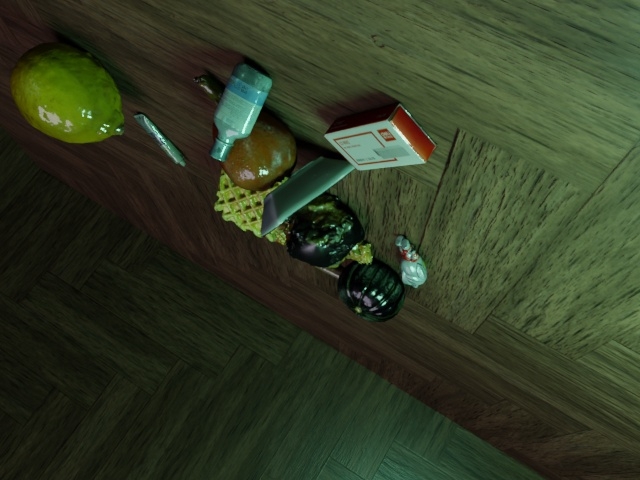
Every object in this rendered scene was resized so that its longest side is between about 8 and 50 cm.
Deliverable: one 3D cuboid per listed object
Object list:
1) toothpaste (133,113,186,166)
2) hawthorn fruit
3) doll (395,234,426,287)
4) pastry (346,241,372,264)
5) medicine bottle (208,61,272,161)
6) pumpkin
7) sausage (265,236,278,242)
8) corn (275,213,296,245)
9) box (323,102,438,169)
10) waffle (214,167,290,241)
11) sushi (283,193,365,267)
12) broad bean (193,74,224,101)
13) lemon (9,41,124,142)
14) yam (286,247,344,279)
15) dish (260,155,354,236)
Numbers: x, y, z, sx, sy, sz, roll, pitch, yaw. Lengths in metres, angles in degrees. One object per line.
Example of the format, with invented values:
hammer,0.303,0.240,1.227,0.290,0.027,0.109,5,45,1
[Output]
toothpaste,-0.521,-0.329,2.016,0.060,0.038,0.233,8,146,47
hawthorn fruit,-0.171,-0.232,1.437,0.251,0.199,0.199,49,161,-2
doll,0.242,0.061,1.640,0.094,0.079,0.180,36,157,47
pastry,0.097,0.027,1.825,0.140,0.056,0.080,16,146,39
medicine bottle,-0.181,-0.271,1.315,0.090,0.209,0.053,31,-162,10
pumpkin,0.153,0.153,1.882,0.220,0.162,0.220,28,156,14
sausage,-0.106,-0.018,2.034,0.274,0.074,0.074,14,154,49
corn,-0.149,-0.093,1.847,0.322,0.119,0.119,43,161,-11
box,0.111,-0.199,1.220,0.123,0.050,0.229,43,160,-26
waffle,-0.179,-0.123,1.734,0.250,0.056,0.261,26,124,6
sushi,0.007,-0.018,1.674,0.200,0.213,0.204,49,158,32
broad bean,-0.233,-0.315,1.520,0.256,0.052,0.052,58,-172,-51
lemon,-0.730,-0.419,1.770,0.316,0.285,0.285,47,170,28
yam,-0.002,0.078,2.142,0.264,0.046,0.046,29,162,17
dish,-0.047,-0.118,1.433,0.080,0.243,0.182,53,160,-4
